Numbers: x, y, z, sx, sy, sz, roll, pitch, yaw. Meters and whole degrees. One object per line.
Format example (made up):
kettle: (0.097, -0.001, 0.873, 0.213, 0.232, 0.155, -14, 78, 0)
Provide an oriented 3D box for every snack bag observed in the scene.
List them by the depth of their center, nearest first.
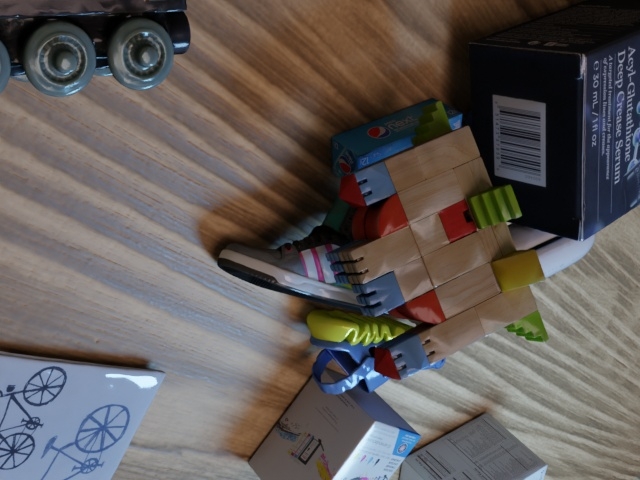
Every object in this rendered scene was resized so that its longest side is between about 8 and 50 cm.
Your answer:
snack bag: (-0.423, 0.300, 1.247, 0.343, 0.037, 0.323, 18, 106, -47)

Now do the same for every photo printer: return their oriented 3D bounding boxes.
photo printer: (0.310, 0.043, 1.531, 0.256, 0.107, 0.307, -21, 173, -31)

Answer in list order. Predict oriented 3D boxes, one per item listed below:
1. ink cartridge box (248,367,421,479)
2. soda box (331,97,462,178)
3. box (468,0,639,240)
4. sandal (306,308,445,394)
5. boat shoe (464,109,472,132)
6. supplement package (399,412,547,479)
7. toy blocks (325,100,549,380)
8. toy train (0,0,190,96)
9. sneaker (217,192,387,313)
ink cartridge box: (0.026, 0.385, 1.604, 0.232, 0.168, 0.171, -54, 139, 5)
soda box: (0.120, -0.152, 1.369, 0.210, 0.071, 0.067, -23, 132, -28)
box: (0.449, -0.218, 1.436, 0.395, 0.212, 0.293, -27, 121, -35)
sandal: (0.094, 0.205, 1.556, 0.317, 0.126, 0.138, 11, 93, -36)
boat shoe: (0.290, -0.109, 1.526, 0.089, 0.109, 0.258, -9, 127, -35)
supplement package: (0.337, 0.566, 1.990, 0.263, 0.198, 0.199, -20, 131, -31)
toy blocks: (0.136, 0.019, 1.258, 0.261, 0.191, 0.381, -23, 96, -19)
toy train: (-0.288, -0.249, 0.900, 0.334, 0.142, 0.190, -12, 114, -33)
sneaker: (0.000, 0.000, 1.340, 0.296, 0.124, 0.178, 16, 81, -21)
